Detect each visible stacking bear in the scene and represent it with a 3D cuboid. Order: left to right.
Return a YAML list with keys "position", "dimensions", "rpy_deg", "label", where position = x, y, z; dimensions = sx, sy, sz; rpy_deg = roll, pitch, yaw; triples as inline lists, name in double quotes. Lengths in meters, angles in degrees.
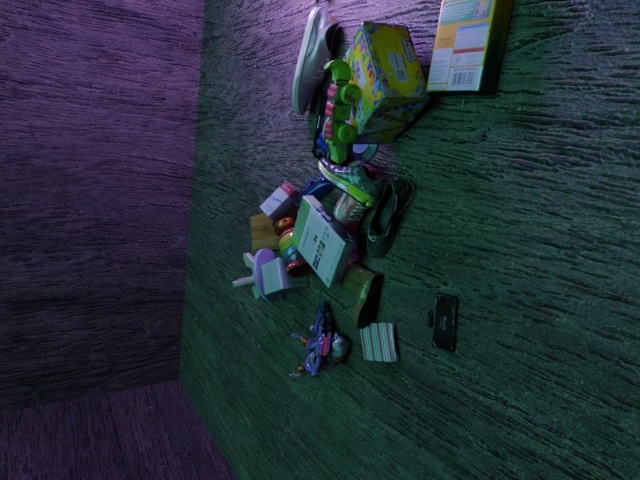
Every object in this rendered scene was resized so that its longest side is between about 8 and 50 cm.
- position: [-0.124, 0.010, 2.068]
  dimensions: [0.289, 0.175, 0.164]
  rpy_deg: [62, 174, 24]
  label: "stacking bear"

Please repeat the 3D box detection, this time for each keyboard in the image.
- position: [0.392, 0.261, 1.457]
  dimensions: [0.108, 0.023, 0.180]
  rpy_deg: [7, 96, 49]
  label: "keyboard"

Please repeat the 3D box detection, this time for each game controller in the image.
- position: [0.030, -0.507, 1.957]
  dimensions: [0.166, 0.067, 0.320]
  rpy_deg: [-134, 52, -64]
  label: "game controller"

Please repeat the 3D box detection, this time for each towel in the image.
- position: [0.220, 0.385, 1.711]
  dimensions: [0.197, 0.029, 0.144]
  rpy_deg: [-20, 74, 57]
  label: "towel"

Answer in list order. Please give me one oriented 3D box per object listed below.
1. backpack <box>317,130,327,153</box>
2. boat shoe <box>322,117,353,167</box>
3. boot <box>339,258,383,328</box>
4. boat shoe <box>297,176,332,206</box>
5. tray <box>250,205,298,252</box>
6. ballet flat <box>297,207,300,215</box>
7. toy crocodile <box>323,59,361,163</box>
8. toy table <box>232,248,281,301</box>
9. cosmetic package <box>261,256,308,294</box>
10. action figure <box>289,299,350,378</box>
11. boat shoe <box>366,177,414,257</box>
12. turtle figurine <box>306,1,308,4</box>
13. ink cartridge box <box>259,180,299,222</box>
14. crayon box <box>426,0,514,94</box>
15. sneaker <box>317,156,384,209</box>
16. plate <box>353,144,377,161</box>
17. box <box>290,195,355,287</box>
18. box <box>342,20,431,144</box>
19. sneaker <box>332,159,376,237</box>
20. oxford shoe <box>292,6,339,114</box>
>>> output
- position: [0.052, -0.398, 1.851]
  dimensions: [0.101, 0.120, 0.098]
  rpy_deg: [-50, 1, 12]
  label: "backpack"
- position: [0.075, -0.343, 1.740]
  dimensions: [0.325, 0.116, 0.097]
  rpy_deg: [87, 170, -54]
  label: "boat shoe"
- position: [0.121, 0.196, 1.800]
  dimensions: [0.269, 0.089, 0.236]
  rpy_deg: [23, 95, 52]
  label: "boot"
- position: [-0.041, -0.229, 2.015]
  dimensions: [0.258, 0.108, 0.089]
  rpy_deg: [-28, 64, 51]
  label: "boat shoe"
- position: [-0.248, -0.050, 2.352]
  dimensions: [0.410, 0.076, 0.203]
  rpy_deg: [-10, 83, 55]
  label: "tray"
- position: [-0.009, -0.036, 1.994]
  dimensions: [0.316, 0.107, 0.106]
  rpy_deg: [-124, 26, -46]
  label: "ballet flat"
- position: [0.061, -0.431, 1.531]
  dimensions: [0.115, 0.105, 0.341]
  rpy_deg: [-130, 39, -56]
  label: "toy crocodile"
- position: [-0.310, 0.179, 2.324]
  dimensions: [0.160, 0.252, 0.275]
  rpy_deg: [-3, 93, 42]
  label: "toy table"
- position: [-0.175, 0.171, 2.178]
  dimensions: [0.183, 0.151, 0.152]
  rpy_deg: [-26, 69, 54]
  label: "cosmetic package"
- position: [0.004, 0.450, 1.968]
  dimensions: [0.330, 0.178, 0.342]
  rpy_deg: [-22, 45, 47]
  label: "action figure"
- position: [0.224, -0.078, 1.631]
  dimensions: [0.112, 0.095, 0.335]
  rpy_deg: [53, 132, 41]
  label: "boat shoe"
- position: [-0.021, -1.132, 1.964]
  dimensions: [0.175, 0.118, 0.235]
  rpy_deg: [54, -151, -77]
  label: "turtle figurine"
- position: [-0.187, -0.179, 2.113]
  dimensions: [0.175, 0.127, 0.072]
  rpy_deg: [-44, 75, 0]
  label: "ink cartridge box"
- position: [0.437, -0.596, 1.318]
  dimensions: [0.203, 0.083, 0.323]
  rpy_deg: [25, 112, 53]
  label: "crayon box"
- position: [0.115, -0.232, 1.659]
  dimensions: [0.300, 0.111, 0.121]
  rpy_deg: [38, 95, 26]
  label: "sneaker"
- position: [0.164, -0.406, 1.778]
  dimensions: [0.188, 0.024, 0.188]
  rpy_deg: [0, 90, 57]
  label: "plate"
- position: [0.000, 0.000, 1.818]
  dimensions: [0.322, 0.058, 0.233]
  rpy_deg: [48, 134, 36]
  label: "box"
- position: [0.196, -0.526, 1.544]
  dimensions: [0.279, 0.176, 0.290]
  rpy_deg: [135, 126, -62]
  label: "box"
- position: [0.140, -0.148, 1.739]
  dimensions: [0.136, 0.115, 0.314]
  rpy_deg: [27, 113, 51]
  label: "sneaker"
- position: [-0.023, -0.759, 1.956]
  dimensions: [0.129, 0.169, 0.450]
  rpy_deg: [20, 117, 7]
  label: "oxford shoe"
